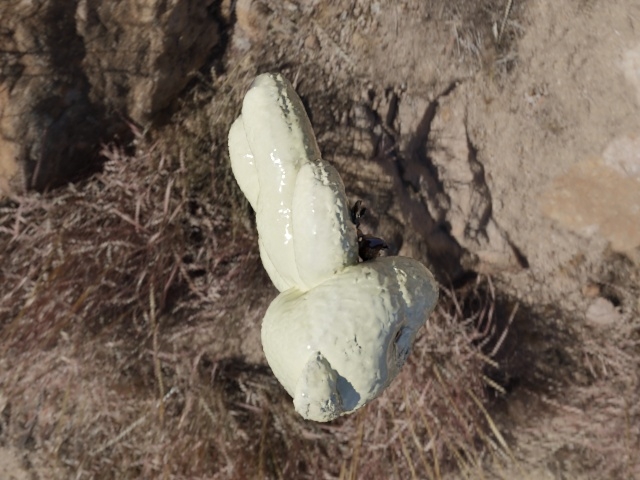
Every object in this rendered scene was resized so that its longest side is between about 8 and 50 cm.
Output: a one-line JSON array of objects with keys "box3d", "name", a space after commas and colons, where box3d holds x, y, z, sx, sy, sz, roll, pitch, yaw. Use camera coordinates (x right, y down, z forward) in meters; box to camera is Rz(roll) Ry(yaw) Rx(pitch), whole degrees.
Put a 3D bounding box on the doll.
[{"box3d": [0.001, -0.001, 0.649, 0.149, 0.175, 0.278, -22, 81, 12], "name": "doll"}]
